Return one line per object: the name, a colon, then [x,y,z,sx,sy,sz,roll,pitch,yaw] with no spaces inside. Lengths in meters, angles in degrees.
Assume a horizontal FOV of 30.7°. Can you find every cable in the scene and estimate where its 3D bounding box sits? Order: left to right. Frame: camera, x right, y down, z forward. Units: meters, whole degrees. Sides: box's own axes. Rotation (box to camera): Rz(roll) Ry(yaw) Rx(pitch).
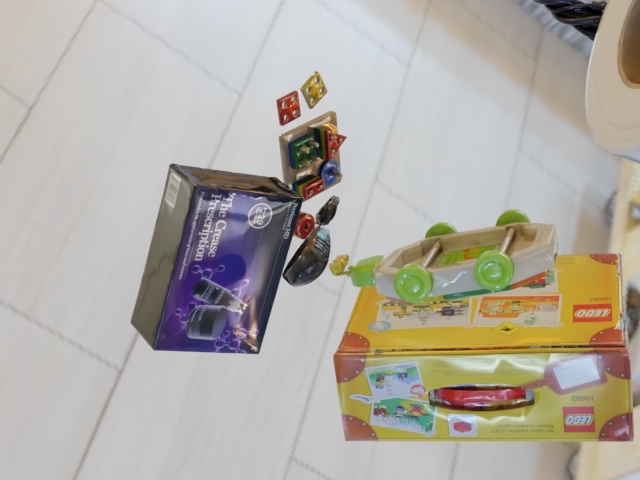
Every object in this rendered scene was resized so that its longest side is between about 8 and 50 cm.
cable: [0.300,-0.266,1.165,0.184,0.047,0.150,38,78,17]

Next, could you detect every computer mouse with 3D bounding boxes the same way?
computer mouse: [0.000,0.000,1.591,0.041,0.071,0.242,36,29,-5]

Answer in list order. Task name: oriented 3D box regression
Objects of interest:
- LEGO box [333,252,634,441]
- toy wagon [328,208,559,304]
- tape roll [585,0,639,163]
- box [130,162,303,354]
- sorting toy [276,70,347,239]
LEGO box: [0.310,0.191,2.139,0.372,0.500,0.193,-63,148,-62]
toy wagon: [0.184,0.032,1.772,0.267,0.344,0.068,-43,121,-68]
tape roll: [0.355,-0.160,0.968,0.169,0.246,0.246,17,55,-13]
box: [-0.155,0.031,1.739,0.184,0.261,0.103,4,20,-35]
sorting toy: [-0.004,-0.142,1.960,0.132,0.046,0.274,-30,126,-39]
